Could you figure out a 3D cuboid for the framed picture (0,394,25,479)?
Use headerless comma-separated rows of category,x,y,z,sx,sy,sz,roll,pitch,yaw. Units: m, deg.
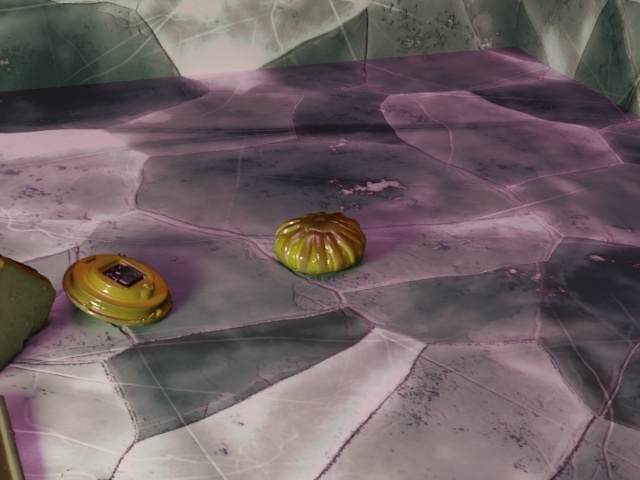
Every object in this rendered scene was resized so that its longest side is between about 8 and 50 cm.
framed picture,-0.611,0.359,1.551,0.326,0.028,0.446,10,23,-30

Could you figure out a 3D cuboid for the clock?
clock,-0.414,0.087,2.115,0.237,0.057,0.237,16,27,-9

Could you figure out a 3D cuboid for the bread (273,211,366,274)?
bread,0.000,0.000,2.322,0.213,0.104,0.213,3,29,-2

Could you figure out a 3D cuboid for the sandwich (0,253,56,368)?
sandwich,-0.625,0.172,1.945,0.100,0.288,0.254,15,-15,12
